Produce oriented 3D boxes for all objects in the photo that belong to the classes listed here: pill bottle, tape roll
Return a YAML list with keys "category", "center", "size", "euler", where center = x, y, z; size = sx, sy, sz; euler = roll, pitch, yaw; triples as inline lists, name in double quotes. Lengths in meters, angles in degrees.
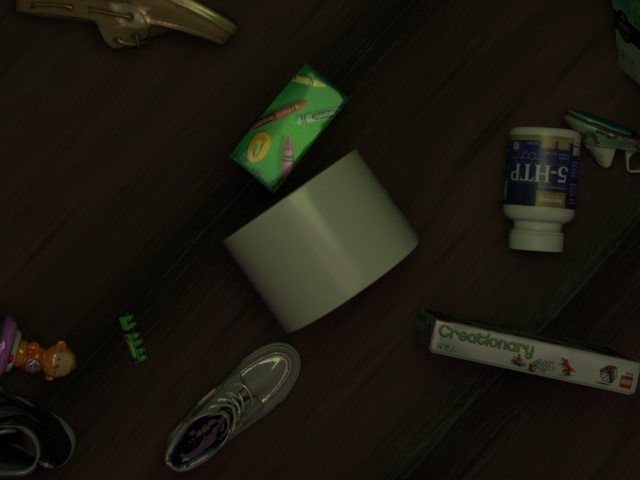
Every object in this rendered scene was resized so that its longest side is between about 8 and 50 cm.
- category: "pill bottle"
  center: [0.339, -0.078, 1.716]
  size: [0.112, 0.112, 0.187]
  euler: [4, 91, -3]
- category: "tape roll"
  center: [0.000, 0.000, 1.638]
  size: [0.246, 0.246, 0.169]
  euler: [-36, 93, -1]

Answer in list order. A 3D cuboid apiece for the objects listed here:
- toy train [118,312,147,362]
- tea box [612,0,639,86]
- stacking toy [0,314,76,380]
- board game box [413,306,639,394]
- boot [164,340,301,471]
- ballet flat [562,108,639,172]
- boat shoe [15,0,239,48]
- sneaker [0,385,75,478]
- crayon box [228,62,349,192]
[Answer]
- category: "toy train"
  center: [-0.294, 0.154, 1.743]
  size: [0.023, 0.017, 0.083]
  euler: [-18, 92, 8]
- category: "tea box"
  center: [0.611, -0.395, 1.603]
  size: [0.329, 0.220, 0.323]
  euler: [-19, 124, -2]
- category: "stacking toy"
  center: [-0.517, 0.156, 1.684]
  size: [0.302, 0.166, 0.175]
  euler: [18, 100, -18]
- category: "board game box"
  center: [0.303, 0.163, 1.681]
  size: [0.305, 0.193, 0.053]
  euler: [12, 92, -3]
- category: "boot"
  center: [-0.130, 0.259, 1.699]
  size: [0.258, 0.123, 0.095]
  euler: [-44, 93, -1]
- category: "ballet flat"
  center: [0.481, -0.147, 1.746]
  size: [0.221, 0.077, 0.079]
  euler: [11, 111, -3]
- category: "boat shoe"
  center: [-0.292, -0.342, 1.685]
  size: [0.341, 0.121, 0.110]
  euler: [18, 95, 7]
- category: "sneaker"
  center: [-0.503, 0.274, 1.669]
  size: [0.268, 0.153, 0.101]
  euler: [24, 90, -3]
- category: "crayon box"
  center: [-0.046, -0.152, 1.614]
  size: [0.081, 0.278, 0.165]
  euler: [39, 90, -2]
